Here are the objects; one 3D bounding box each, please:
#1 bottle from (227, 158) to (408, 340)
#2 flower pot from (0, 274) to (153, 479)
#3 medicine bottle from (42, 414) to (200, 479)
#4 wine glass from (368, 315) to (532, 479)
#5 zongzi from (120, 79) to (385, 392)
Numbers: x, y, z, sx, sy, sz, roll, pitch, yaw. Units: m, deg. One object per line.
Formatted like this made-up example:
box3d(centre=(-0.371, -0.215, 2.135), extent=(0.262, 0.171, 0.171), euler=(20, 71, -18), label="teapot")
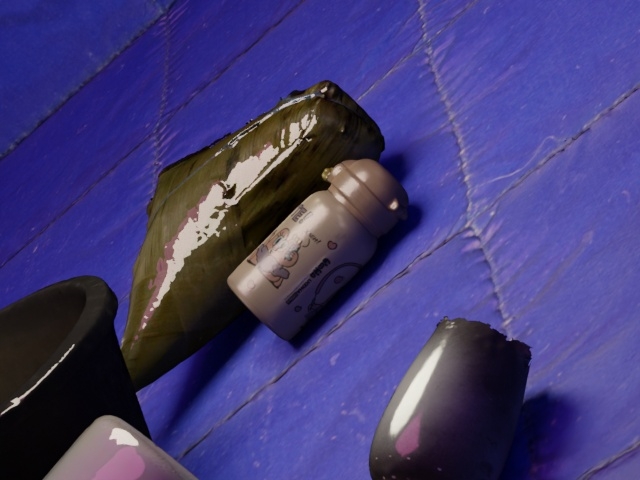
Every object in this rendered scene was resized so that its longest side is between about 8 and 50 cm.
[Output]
box3d(centre=(0.000, 0.000, 2.137), extent=(0.209, 0.097, 0.110), euler=(-45, 54, 1), label="bottle")
box3d(centre=(-0.299, 0.236, 2.032), extent=(0.379, 0.251, 0.379), euler=(-32, 15, 10), label="flower pot")
box3d(centre=(-0.233, 0.366, 1.770), extent=(0.388, 0.219, 0.219), euler=(-51, 22, -11), label="medicine bottle")
box3d(centre=(0.101, 0.167, 1.645), extent=(0.111, 0.111, 0.204), euler=(-16, 39, 52), label="wine glass")
box3d(centre=(-0.090, 0.004, 2.208), extent=(0.323, 0.160, 0.360), euler=(-34, 22, 37), label="zongzi")
